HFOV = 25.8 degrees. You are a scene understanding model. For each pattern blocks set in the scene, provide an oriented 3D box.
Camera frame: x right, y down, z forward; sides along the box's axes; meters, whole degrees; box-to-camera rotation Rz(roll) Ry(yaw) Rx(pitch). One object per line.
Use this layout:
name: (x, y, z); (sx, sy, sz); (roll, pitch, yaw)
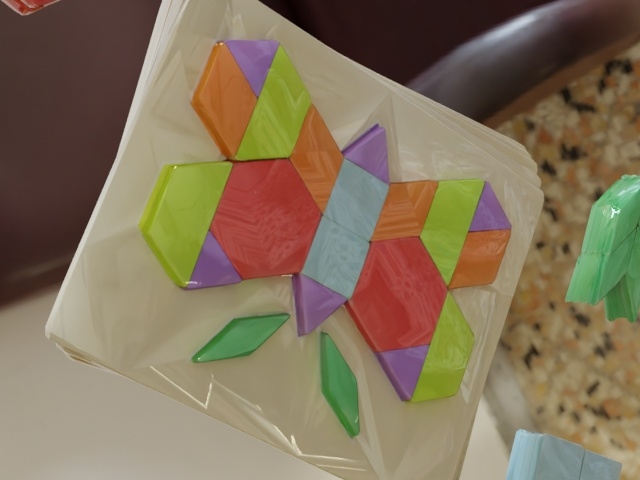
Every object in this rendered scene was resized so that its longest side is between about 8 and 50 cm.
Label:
pattern blocks set: (0.000, 0.000, 0.486); (0.026, 0.325, 0.285); (-4, 76, 56)
